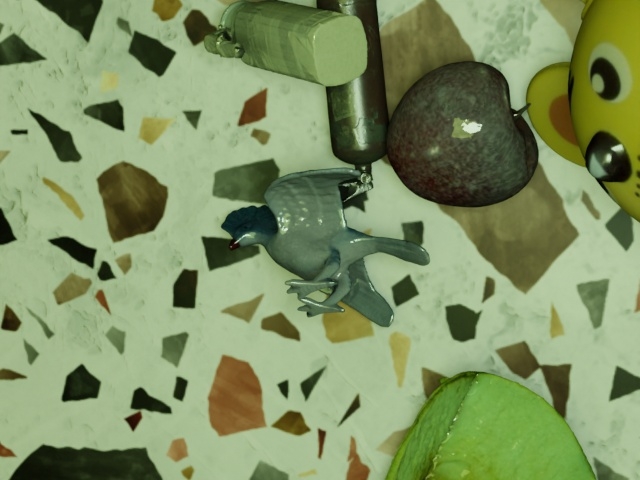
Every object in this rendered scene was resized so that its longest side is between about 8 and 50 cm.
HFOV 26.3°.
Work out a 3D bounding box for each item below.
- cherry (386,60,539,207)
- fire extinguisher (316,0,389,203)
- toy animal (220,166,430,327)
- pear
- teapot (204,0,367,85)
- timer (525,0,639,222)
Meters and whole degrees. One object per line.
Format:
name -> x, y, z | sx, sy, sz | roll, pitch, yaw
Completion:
cherry -> 0.155, -0.115, 1.535 | 0.176, 0.140, 0.176 | 4, 123, 6
fire extinguisher -> 0.031, -0.174, 1.590 | 0.089, 0.072, 0.267 | -7, 97, -6
toy animal -> 0.000, 0.000, 1.582 | 0.255, 0.176, 0.239 | -6, 137, 11
pear -> 0.204, 0.297, 1.595 | 0.239, 0.139, 0.288 | 25, 99, -7
teapot -> -0.048, -0.221, 1.540 | 0.200, 0.107, 0.077 | 23, 130, 51
timer -> 0.378, -0.166, 1.385 | 0.387, 0.376, 0.376 | 23, 103, 23
